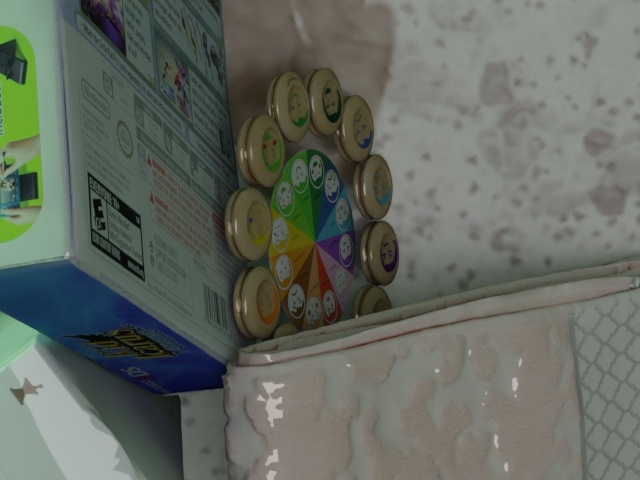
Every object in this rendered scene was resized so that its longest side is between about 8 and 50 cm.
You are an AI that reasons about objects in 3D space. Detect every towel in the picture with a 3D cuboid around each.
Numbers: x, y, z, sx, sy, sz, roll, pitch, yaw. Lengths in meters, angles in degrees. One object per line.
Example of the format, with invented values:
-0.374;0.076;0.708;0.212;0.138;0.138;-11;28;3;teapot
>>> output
0.093;0.191;1.029;0.317;0.053;0.332;-12;101;-37;towel

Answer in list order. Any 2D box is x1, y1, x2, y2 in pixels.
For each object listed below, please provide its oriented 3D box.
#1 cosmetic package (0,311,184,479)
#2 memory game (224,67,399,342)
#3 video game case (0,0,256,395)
-0.131;0.088;0.962;0.085;0.231;0.117;-35;100;4;cosmetic package
0.000;0.000;1.015;0.012;0.186;0.186;-2;99;27;memory game
-0.101;-0.072;0.895;0.061;0.269;0.244;-8;74;12;video game case
